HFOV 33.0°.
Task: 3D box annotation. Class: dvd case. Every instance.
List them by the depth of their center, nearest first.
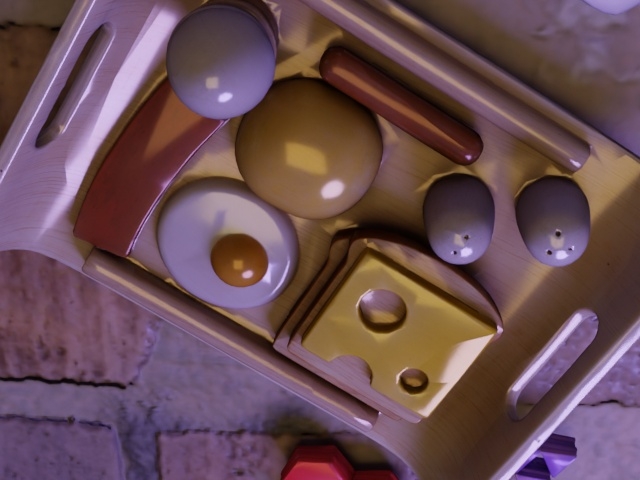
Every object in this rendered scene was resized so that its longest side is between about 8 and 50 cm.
[{"bbox_3d":[-0.020,-0.060,0.560,0.087,0.013,0.120,-13,116,12],"label":"dvd case"}]

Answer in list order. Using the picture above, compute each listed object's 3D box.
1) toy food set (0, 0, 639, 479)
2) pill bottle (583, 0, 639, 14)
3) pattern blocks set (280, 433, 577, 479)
[{"bbox_3d":[0.000,0.000,0.526,0.306,0.092,0.220,31,115,-8],"label":"toy food set"},{"bbox_3d":[0.193,-0.249,0.332,0.361,0.204,0.204,-31,110,19],"label":"pill bottle"},{"bbox_3d":[0.124,0.255,0.699,0.285,0.026,0.325,-6,116,10],"label":"pattern blocks set"}]
